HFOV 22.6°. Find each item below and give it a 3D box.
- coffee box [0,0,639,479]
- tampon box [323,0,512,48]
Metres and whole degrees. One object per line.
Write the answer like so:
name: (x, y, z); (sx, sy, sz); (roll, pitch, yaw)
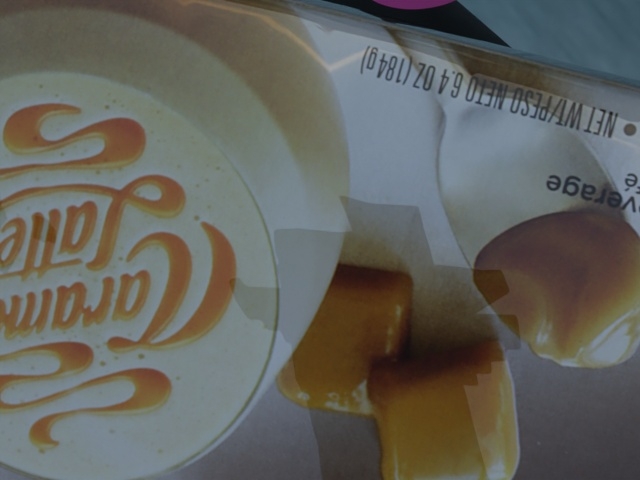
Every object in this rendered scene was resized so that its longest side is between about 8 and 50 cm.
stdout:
coffee box: (0.010, 0.020, 0.364); (0.246, 0.141, 0.098); (17, -171, 14)
tampon box: (0.000, 0.000, 0.544); (0.120, 0.161, 0.101); (47, 157, 34)
